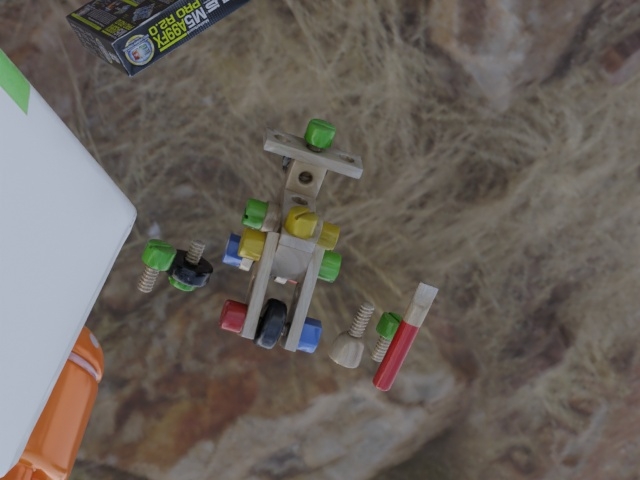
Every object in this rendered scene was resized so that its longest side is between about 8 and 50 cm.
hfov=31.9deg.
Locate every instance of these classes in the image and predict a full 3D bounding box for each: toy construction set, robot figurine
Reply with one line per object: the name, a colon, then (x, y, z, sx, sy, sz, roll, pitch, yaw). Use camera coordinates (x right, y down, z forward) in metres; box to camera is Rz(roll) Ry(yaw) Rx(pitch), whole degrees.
toy construction set: (0.000, 0.000, 1.317, 0.237, 0.309, 0.257, -65, 167, 18)
robot figurine: (-0.292, 0.161, 1.120, 0.128, 0.219, 0.158, -14, 139, 38)

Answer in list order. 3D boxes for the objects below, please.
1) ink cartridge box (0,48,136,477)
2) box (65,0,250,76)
ink cartridge box: (-0.229, -0.039, 0.362, 0.198, 0.273, 0.115, 61, 48, -63)
box: (-0.248, -0.348, 1.681, 0.216, 0.270, 0.060, -36, 120, -12)
